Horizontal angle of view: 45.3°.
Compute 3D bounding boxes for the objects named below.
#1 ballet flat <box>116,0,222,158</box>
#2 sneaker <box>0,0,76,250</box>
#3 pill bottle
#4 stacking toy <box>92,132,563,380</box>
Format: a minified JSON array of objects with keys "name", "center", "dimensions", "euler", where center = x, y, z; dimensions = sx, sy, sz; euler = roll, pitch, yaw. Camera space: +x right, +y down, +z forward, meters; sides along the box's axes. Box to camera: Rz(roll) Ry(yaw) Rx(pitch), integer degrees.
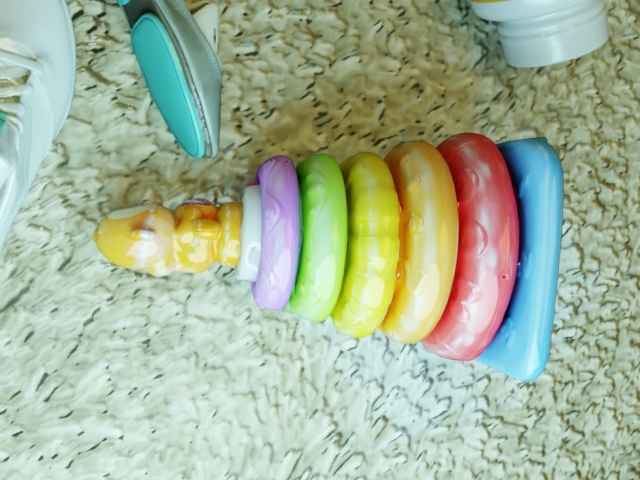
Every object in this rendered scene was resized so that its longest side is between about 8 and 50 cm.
[{"name":"ballet flat","center":[-0.103,-0.159,0.501],"dimensions":[0.068,0.072,0.213],"euler":[-35,105,-24]},{"name":"sneaker","center":[-0.192,-0.064,0.450],"dimensions":[0.080,0.094,0.212],"euler":[16,85,-23]},{"name":"pill bottle","center":[0.160,-0.248,0.580],"dimensions":[0.117,0.117,0.215],"euler":[-30,116,-21]},{"name":"stacking toy","center":[0.000,0.000,0.529],"dimensions":[0.302,0.175,0.165],"euler":[3,91,-11]}]
